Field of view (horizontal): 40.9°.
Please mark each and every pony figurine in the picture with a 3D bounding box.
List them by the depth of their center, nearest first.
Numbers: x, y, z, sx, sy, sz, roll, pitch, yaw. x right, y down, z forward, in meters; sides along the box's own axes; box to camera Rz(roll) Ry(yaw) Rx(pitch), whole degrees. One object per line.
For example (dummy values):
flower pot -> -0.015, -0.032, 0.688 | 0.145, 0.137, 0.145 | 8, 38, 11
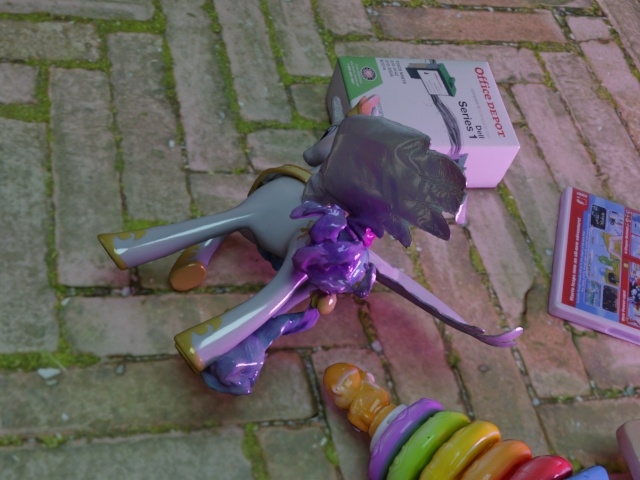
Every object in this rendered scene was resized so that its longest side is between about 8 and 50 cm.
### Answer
pony figurine -> 0.000, 0.000, 0.887 | 0.363, 0.303, 0.351 | -35, 47, -14

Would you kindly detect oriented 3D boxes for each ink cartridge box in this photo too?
ink cartridge box -> 0.132, -0.156, 1.135 | 0.219, 0.093, 0.160 | -3, 58, -16

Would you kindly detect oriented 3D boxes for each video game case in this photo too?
video game case -> 0.442, 0.054, 1.117 | 0.285, 0.025, 0.204 | 19, 54, -2

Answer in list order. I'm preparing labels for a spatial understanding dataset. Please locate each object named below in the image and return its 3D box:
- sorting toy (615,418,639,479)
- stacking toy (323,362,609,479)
sorting toy -> 0.456, 0.311, 0.905 | 0.255, 0.089, 0.257 | -4, 58, -17
stacking toy -> 0.111, 0.219, 0.851 | 0.301, 0.166, 0.175 | 35, 12, 29
